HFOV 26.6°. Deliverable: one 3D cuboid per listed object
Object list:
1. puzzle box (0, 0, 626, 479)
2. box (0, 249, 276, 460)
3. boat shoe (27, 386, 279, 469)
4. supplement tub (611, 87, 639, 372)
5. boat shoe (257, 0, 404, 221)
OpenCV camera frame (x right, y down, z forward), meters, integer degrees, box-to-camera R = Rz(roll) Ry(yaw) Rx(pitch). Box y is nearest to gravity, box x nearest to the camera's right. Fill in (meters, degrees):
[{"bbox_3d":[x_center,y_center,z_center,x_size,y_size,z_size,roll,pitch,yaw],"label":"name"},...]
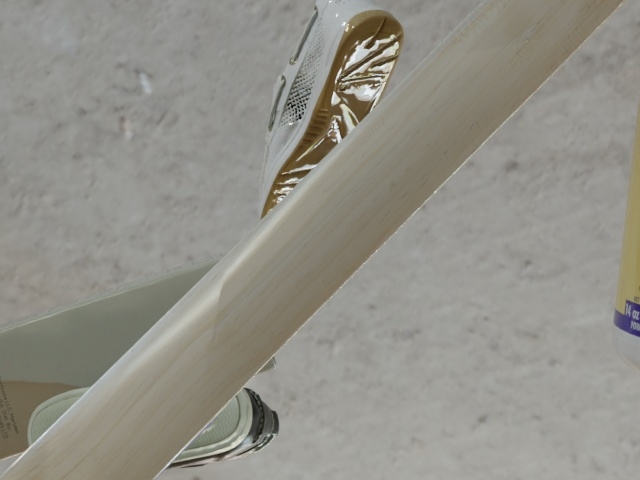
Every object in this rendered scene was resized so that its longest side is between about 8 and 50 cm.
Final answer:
[{"bbox_3d":[0.000,0.000,0.743,0.052,0.409,0.272,45,169,1],"label":"puzzle box"},{"bbox_3d":[-0.210,0.112,1.333,0.311,0.148,0.121,-18,92,-4],"label":"box"},{"bbox_3d":[-0.149,0.166,1.173,0.233,0.084,0.079,-9,166,24],"label":"boat shoe"},{"bbox_3d":[0.392,-0.041,1.188,0.241,0.241,0.331,7,97,22],"label":"supplement tub"},{"bbox_3d":[-0.004,-0.130,1.323,0.096,0.098,0.277,56,136,34],"label":"boat shoe"}]
